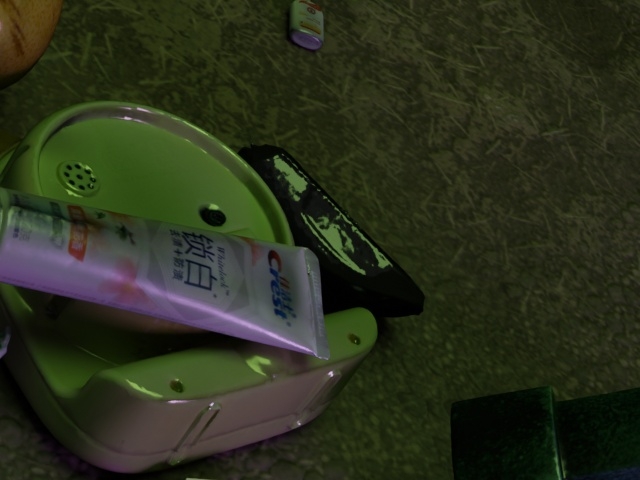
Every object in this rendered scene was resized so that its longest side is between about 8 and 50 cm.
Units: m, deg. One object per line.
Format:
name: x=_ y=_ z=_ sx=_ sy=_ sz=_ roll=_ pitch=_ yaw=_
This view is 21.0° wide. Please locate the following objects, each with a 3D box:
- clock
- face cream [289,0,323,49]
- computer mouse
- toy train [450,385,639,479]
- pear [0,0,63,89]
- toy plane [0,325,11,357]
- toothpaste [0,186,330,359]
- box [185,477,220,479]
clock: x=-0.145 y=0.011 z=1.397 sx=0.286 sy=0.117 sz=0.348 roll=-12 pitch=58 yaw=-45
face cream: x=-0.015 y=-0.237 z=1.847 sx=0.040 sy=0.021 sz=0.083 roll=21 pitch=39 yaw=-20
computer mouse: x=0.000 y=0.000 z=1.540 sx=0.217 sy=0.073 sz=0.122 roll=47 pitch=1 yaw=2
toy train: x=0.244 y=0.196 z=1.346 sx=0.330 sy=0.178 sz=0.138 roll=-12 pitch=40 yaw=12
pear: x=-0.314 y=-0.218 z=1.451 sx=0.209 sy=0.209 sz=0.209 roll=21 pitch=39 yaw=-19
toy plane: x=-0.310 y=0.056 z=1.252 sx=0.174 sy=0.080 sz=0.174 roll=21 pitch=42 yaw=-20
toothpaste: x=-0.134 y=0.018 z=1.257 sx=0.323 sy=0.066 sz=0.100 roll=13 pitch=51 yaw=-30
box: x=-0.058 y=0.239 z=1.278 sx=0.089 sy=0.043 sz=0.125 roll=9 pitch=44 yaw=-31
